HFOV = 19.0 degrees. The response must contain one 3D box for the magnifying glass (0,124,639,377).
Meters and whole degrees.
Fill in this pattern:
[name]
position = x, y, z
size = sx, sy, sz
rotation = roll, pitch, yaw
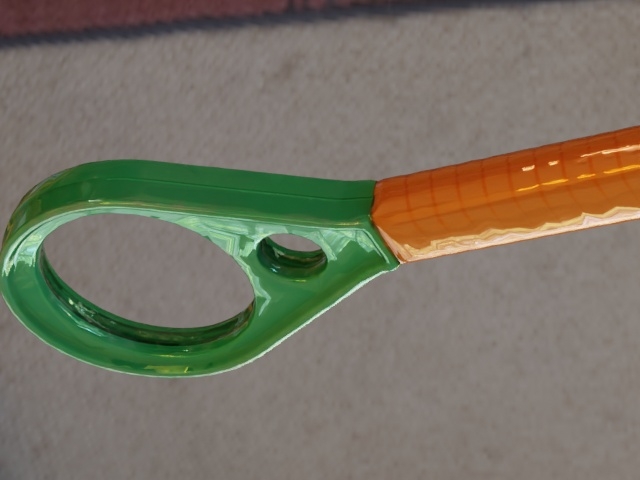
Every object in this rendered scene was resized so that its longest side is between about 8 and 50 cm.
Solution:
[magnifying glass]
position = 0.000, 0.000, 0.597
size = 0.231, 0.026, 0.092
rotation = -13, 135, 26
